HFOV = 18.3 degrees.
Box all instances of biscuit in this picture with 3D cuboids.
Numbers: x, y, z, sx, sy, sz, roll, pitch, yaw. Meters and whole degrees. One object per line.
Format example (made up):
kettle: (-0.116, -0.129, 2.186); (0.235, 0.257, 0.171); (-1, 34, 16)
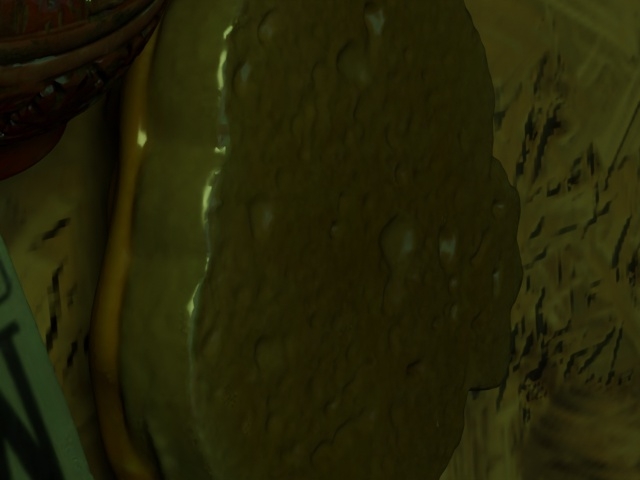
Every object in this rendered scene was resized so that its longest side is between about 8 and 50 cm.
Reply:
biscuit: (-0.004, 0.000, 0.524); (0.170, 0.050, 0.170); (-12, 104, -55)

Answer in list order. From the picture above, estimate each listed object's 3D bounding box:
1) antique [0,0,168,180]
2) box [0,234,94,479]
antique: (-0.077, -0.066, 0.396); (0.104, 0.104, 0.104); (-7, 99, -47)
box: (-0.120, 0.079, 0.410); (0.177, 0.036, 0.115); (-38, 122, -40)
